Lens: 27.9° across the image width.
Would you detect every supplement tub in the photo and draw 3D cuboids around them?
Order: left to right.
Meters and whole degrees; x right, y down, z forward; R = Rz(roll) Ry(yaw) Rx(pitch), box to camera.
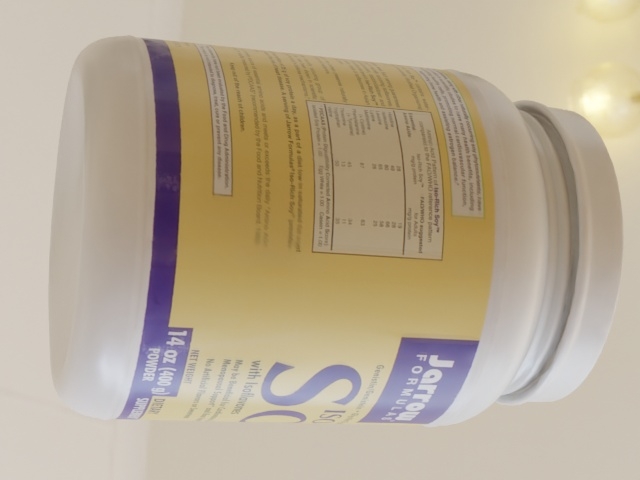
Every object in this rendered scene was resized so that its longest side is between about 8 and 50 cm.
[{"bbox_3d":[0.000,0.000,0.840,0.241,0.331,0.241,-176,90,-74],"label":"supplement tub"}]
